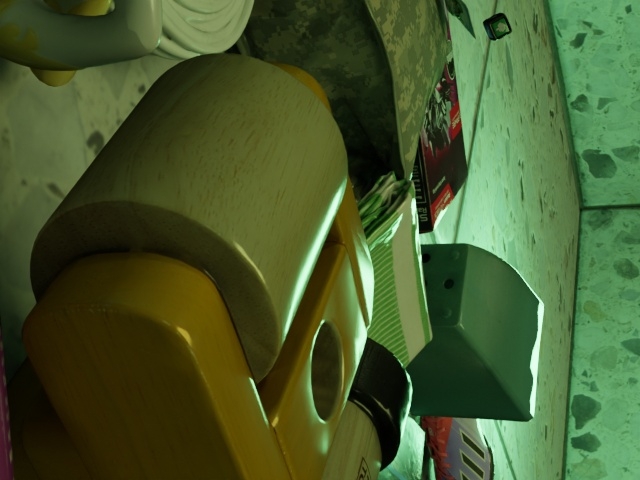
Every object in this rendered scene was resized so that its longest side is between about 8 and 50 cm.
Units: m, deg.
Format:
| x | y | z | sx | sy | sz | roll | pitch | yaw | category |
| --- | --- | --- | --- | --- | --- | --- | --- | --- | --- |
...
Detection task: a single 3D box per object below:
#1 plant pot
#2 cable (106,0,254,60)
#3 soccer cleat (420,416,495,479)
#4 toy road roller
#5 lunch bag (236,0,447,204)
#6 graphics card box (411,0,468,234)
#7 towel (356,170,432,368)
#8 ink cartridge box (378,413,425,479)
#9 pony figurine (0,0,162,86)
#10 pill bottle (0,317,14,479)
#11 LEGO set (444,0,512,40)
| x | y | z | sx | sy | sz | roll | pitch | yaw | category |
| --- | --- | --- | --- | --- | --- | --- | --- | --- | --- |
| 0.158 | 0.102 | 1.201 | 0.234 | 0.165 | 0.166 | 49 | 46 | -52 | plant pot |
| -0.128 | -0.260 | 0.718 | 0.257 | 0.089 | 0.257 | -39 | 125 | -64 | cable |
| 0.189 | 0.273 | 1.469 | 0.116 | 0.108 | 0.319 | -8 | 98 | -48 | soccer cleat |
| -0.096 | 0.078 | 0.544 | 0.203 | 0.240 | 0.330 | -67 | 151 | -50 | toy road roller |
| 0.034 | -0.202 | 1.011 | 0.235 | 0.168 | 0.287 | -71 | 145 | -45 | lunch bag |
| 0.115 | -0.216 | 1.317 | 0.233 | 0.094 | 0.371 | -46 | 129 | -60 | graphics card box |
| 0.003 | 0.123 | 0.895 | 0.325 | 0.038 | 0.248 | -49 | 145 | -32 | towel |
| 0.067 | 0.278 | 1.190 | 0.333 | 0.065 | 0.166 | 54 | 39 | -56 | ink cartridge box |
| -0.079 | -0.250 | 0.455 | 0.303 | 0.363 | 0.351 | -35 | 112 | -52 | pony figurine |
| -0.210 | 0.018 | 0.372 | 0.169 | 0.169 | 0.302 | -14 | 101 | -68 | pill bottle |
| 0.138 | -0.318 | 1.036 | 0.244 | 0.060 | 0.182 | 63 | 1 | 41 | LEGO set |
